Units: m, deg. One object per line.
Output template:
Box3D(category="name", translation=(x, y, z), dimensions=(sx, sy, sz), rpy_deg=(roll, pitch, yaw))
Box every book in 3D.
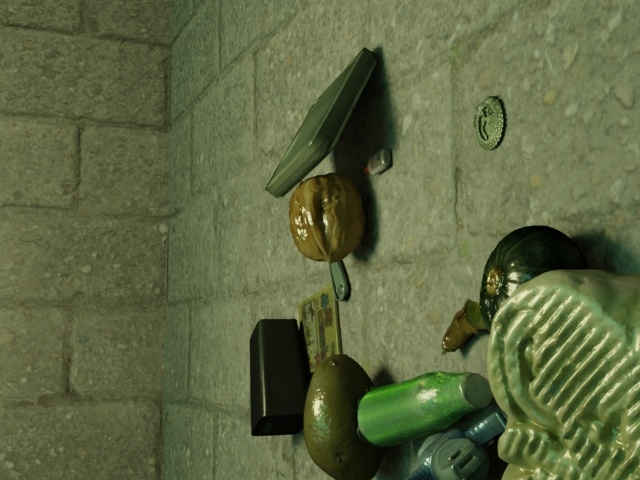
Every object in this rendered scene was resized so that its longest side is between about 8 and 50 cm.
Box3D(category="book", translation=(-0.003, 0.195, 1.844), dimensions=(0.192, 0.013, 0.168), rpy_deg=(143, 127, -60))

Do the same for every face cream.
Box3D(category="face cream", translation=(0.107, -0.146, 1.619), dimensions=(0.083, 0.021, 0.040), rpy_deg=(151, 119, -63))

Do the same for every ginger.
Box3D(category="ginger", translation=(0.223, 0.127, 1.300), dimensions=(0.057, 0.044, 0.137), rpy_deg=(62, 147, 20))

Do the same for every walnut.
Box3D(category="walnut", translation=(0.012, -0.040, 1.670), dimensions=(0.155, 0.155, 0.184), rpy_deg=(135, 131, -57))

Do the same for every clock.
Box3D(category="clock", translation=(0.256, -0.177, 1.294), dimensions=(0.074, 0.010, 0.083), rpy_deg=(138, 129, -58))

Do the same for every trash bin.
Box3D(category="trash bin", translation=(-0.099, 0.306, 1.908), dimensions=(0.165, 0.115, 0.225), rpy_deg=(115, 151, -60))

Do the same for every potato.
Box3D(category="potato", translation=(0.042, 0.324, 1.538), dimensions=(0.178, 0.160, 0.235), rpy_deg=(127, 138, -65))

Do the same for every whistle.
Box3D(category="whistle", translation=(0.190, 0.317, 1.216), dimensions=(0.093, 0.180, 0.269), rpy_deg=(53, 171, 14))

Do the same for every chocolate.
Box3D(category="chocolate", translation=(0.166, 0.261, 1.349), dimensions=(0.291, 0.110, 0.110), rpy_deg=(-36, 55, 58))

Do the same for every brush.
Box3D(category="brush", translation=(0.000, 0.000, 1.800), dimensions=(0.068, 0.060, 0.296), rpy_deg=(122, 144, -44))

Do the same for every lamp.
Box3D(category="lamp", translation=(-0.001, -0.231, 1.696), dimensions=(0.269, 0.047, 0.266), rpy_deg=(-36, 25, 60))

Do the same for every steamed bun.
Box3D(category="steamed bun", translation=(0.322, 0.153, 0.859), dimensions=(0.280, 0.207, 0.267), rpy_deg=(7, 99, 47))

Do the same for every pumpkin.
Box3D(category="pumpkin", translation=(0.272, 0.063, 1.087), dimensions=(0.167, 0.125, 0.167), rpy_deg=(-175, 90, -66))
